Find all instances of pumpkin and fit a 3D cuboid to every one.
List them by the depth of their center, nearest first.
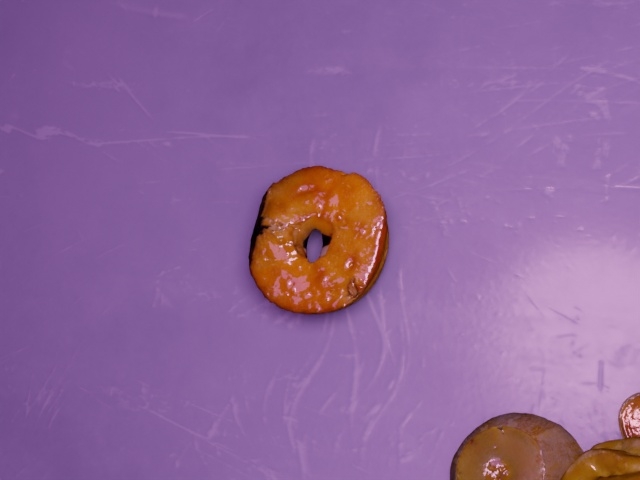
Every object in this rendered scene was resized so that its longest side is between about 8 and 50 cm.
[{"bbox_3d":[0.287,0.360,1.344,0.218,0.110,0.217,-6,75,23],"label":"pumpkin"}]

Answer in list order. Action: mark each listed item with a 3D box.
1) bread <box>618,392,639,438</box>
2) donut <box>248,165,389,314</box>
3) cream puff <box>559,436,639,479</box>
[{"bbox_3d":[0.493,0.268,1.332,0.110,0.024,0.110,-4,79,18],"label":"bread"},{"bbox_3d":[0.000,0.003,1.501,0.254,0.118,0.253,-3,81,19],"label":"donut"},{"bbox_3d":[0.446,0.358,1.163,0.274,0.323,0.269,40,102,4],"label":"cream puff"}]
